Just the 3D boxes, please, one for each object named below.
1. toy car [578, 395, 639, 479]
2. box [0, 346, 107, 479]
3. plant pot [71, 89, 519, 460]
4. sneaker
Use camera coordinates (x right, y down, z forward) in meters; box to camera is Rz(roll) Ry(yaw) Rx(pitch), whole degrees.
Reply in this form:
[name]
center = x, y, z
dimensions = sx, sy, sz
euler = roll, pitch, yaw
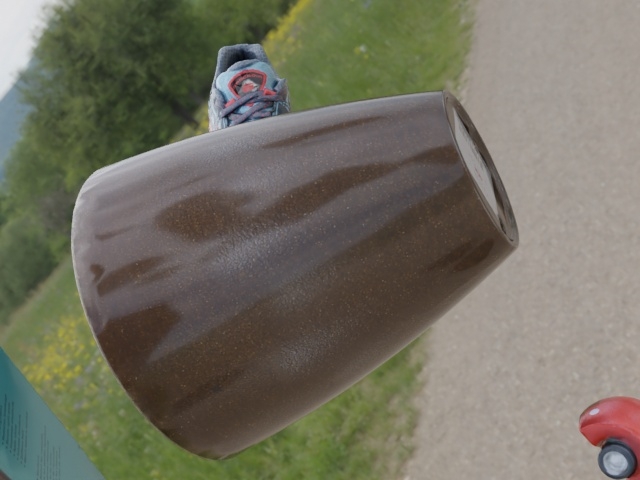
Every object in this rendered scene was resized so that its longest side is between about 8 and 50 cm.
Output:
[toy car]
center = 0.278, 0.190, 0.551
dimensions = 0.053, 0.225, 0.239
euler = -51, 38, 29
[box]
center = -0.183, 0.144, 0.527
dimensions = 0.244, 0.100, 0.060
euler = 80, 179, -57
[plant pot]
center = 0.000, 0.000, 0.619
dimensions = 0.230, 0.215, 0.215
euler = -25, 22, 19
[sneaker]
center = -0.071, -0.099, 0.882
dimensions = 0.104, 0.125, 0.262
euler = -10, 35, -5
